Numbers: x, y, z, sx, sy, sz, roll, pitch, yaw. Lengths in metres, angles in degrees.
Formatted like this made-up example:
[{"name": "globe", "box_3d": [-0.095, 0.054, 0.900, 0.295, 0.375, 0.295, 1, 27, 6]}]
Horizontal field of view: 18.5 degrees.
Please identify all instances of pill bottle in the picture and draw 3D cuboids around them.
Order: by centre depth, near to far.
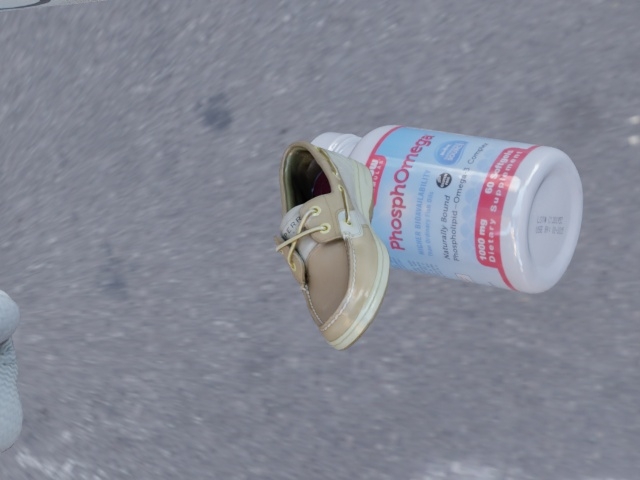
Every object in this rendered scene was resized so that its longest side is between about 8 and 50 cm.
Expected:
[{"name": "pill bottle", "box_3d": [0.068, -0.022, 1.171, 0.160, 0.087, 0.087, 10, 84, 31]}]

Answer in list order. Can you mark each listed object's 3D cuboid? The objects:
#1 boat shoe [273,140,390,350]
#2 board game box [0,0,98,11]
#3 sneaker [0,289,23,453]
[{"name": "boat shoe", "box_3d": [0.000, 0.000, 0.937, 0.045, 0.135, 0.050, 31, 115, -23]}, {"name": "board game box", "box_3d": [-0.120, -0.187, 0.855, 0.275, 0.142, 0.144, -4, 84, 22]}, {"name": "sneaker", "box_3d": [-0.145, 0.058, 0.429, 0.118, 0.292, 0.110, 8, 108, 4]}]
